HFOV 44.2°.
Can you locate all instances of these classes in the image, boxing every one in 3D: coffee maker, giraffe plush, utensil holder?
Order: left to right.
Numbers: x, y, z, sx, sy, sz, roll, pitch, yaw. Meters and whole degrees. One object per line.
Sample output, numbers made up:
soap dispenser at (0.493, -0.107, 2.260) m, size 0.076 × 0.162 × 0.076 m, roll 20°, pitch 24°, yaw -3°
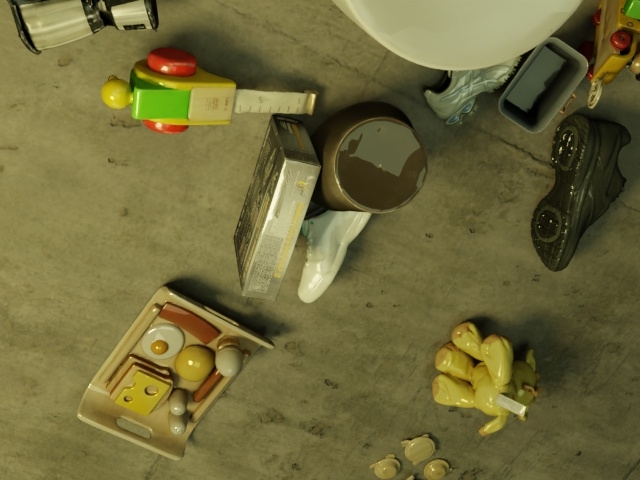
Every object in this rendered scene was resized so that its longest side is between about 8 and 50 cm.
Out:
coffee maker at (-0.315, -0.344, 1.029) m, size 0.178 × 0.120 × 0.171 m, roll -14°, pitch 119°, yaw -4°
utensil holder at (0.119, -0.402, 0.930) m, size 0.327 × 0.385 × 0.328 m, roll -4°, pitch 119°, yaw -8°
giraffe plush at (0.338, 0.259, 1.479) m, size 0.170 × 0.210 × 0.181 m, roll 8°, pitch 117°, yaw -48°

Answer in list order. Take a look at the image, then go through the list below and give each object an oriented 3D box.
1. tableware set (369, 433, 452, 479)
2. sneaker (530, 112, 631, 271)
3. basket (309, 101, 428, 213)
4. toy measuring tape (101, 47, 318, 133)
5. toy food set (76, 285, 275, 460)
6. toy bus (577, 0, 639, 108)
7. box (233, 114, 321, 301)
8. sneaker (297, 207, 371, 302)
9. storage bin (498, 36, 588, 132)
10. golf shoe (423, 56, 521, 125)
tableware set at (0.194, 0.477, 1.639) m, size 0.141 × 0.020 × 0.169 m, roll -33°, pitch 118°, yaw 5°
sneaker at (0.451, -0.072, 1.343) m, size 0.130 × 0.109 × 0.287 m, roll -1°, pitch 121°, yaw -18°
basket at (0.068, -0.114, 1.144) m, size 0.204 × 0.227 × 0.154 m, roll -37°, pitch 100°, yaw 2°
toy measuring tape at (-0.164, -0.220, 1.158) m, size 0.330 × 0.121 × 0.122 m, roll -7°, pitch 122°, yaw -33°
toy food set at (-0.254, 0.241, 1.377) m, size 0.219 × 0.092 × 0.306 m, roll 31°, pitch 108°, yaw -25°
toy bus at (0.463, -0.299, 1.157) m, size 0.104 × 0.191 × 0.202 m, roll 13°, pitch 115°, yaw 0°
box at (-0.071, -0.053, 1.201) m, size 0.056 × 0.183 × 0.231 m, roll 11°, pitch 115°, yaw -17°
sneaker at (0.000, 0.000, 1.314) m, size 0.094 × 0.080 × 0.212 m, roll 26°, pitch 102°, yaw -15°
storage bin at (0.344, -0.243, 1.223) m, size 0.098 × 0.091 × 0.135 m, roll 32°, pitch 110°, yaw -4°
golf shoe at (0.236, -0.262, 1.216) m, size 0.086 × 0.069 × 0.176 m, roll 39°, pitch 104°, yaw -20°
